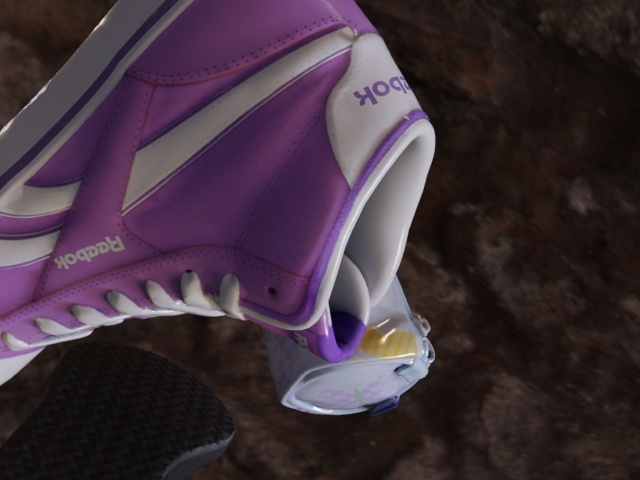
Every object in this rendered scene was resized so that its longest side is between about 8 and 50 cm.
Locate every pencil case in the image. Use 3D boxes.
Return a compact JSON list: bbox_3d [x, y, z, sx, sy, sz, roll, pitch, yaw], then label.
[{"bbox_3d":[0.000,0.000,1.158,0.124,0.113,0.273,-28,-118,25],"label":"pencil case"}]

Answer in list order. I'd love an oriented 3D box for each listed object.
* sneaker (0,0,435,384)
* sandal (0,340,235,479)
[{"bbox_3d":[-0.070,0.014,0.619,0.282,0.102,0.161,-46,-105,29],"label":"sneaker"},{"bbox_3d":[-0.196,0.191,1.261,0.167,0.446,0.107,35,-76,4],"label":"sandal"}]
